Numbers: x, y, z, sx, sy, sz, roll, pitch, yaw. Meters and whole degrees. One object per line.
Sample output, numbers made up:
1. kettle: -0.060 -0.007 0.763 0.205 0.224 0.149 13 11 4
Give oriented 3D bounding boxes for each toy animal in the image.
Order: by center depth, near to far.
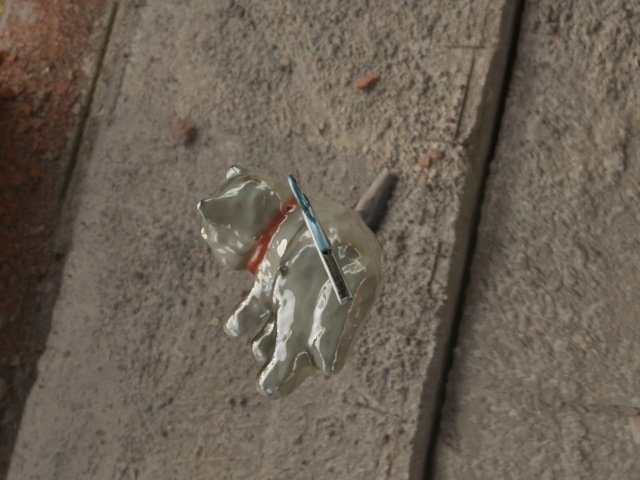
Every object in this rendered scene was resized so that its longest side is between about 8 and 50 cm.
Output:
1. toy animal: -0.052 0.023 0.758 0.266 0.308 0.188 -13 113 30

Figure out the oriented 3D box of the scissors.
1. scissors: 0.000 0.000 0.526 0.014 0.058 0.119 -27 56 5
